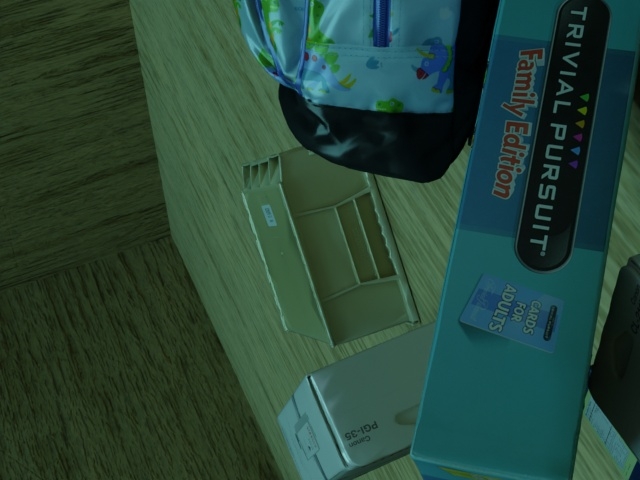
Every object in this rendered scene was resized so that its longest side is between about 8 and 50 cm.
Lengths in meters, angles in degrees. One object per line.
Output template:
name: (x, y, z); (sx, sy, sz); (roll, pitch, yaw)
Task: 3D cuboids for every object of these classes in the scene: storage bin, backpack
storage bin: (0.000, 0.000, 1.594); (0.262, 0.123, 0.260); (-178, 70, -75)
backpack: (0.040, -0.270, 0.833); (0.290, 0.273, 0.355); (-67, -9, -54)

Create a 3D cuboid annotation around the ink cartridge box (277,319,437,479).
ink cartridge box: (0.076, 0.197, 1.385); (0.283, 0.207, 0.117); (116, 131, -70)

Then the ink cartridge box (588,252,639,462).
ink cartridge box: (0.242, 0.045, 0.618); (0.127, 0.175, 0.072); (88, 158, -50)

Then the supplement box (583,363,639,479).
supplement box: (0.251, 0.126, 0.880); (0.056, 0.083, 0.083); (91, 155, -53)

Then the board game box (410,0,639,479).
board game box: (0.131, -0.010, 0.699); (0.254, 0.079, 0.336); (66, -145, -70)
